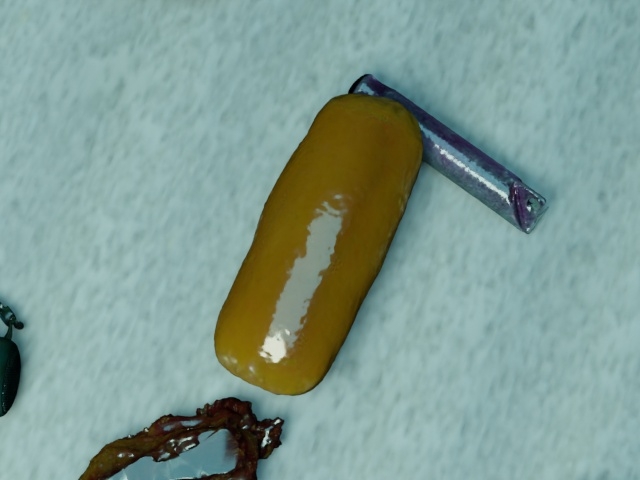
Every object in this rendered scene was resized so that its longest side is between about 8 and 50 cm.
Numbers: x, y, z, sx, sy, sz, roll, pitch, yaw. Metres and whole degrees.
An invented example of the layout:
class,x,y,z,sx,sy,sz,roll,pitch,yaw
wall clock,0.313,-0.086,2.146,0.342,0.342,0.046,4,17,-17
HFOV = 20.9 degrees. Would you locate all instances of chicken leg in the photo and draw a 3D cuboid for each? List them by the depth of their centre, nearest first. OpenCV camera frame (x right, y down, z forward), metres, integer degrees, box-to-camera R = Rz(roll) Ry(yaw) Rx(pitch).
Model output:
class,x,y,z,sx,sy,sz,roll,pitch,yaw
chicken leg,-0.123,0.179,1.241,0.219,0.048,0.089,-25,73,-7

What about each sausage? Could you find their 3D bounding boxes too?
class,x,y,z,sx,sy,sz,roll,pitch,yaw
sausage,0.000,0.000,1.272,0.098,0.098,0.238,23,78,6

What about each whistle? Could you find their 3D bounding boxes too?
class,x,y,z,sx,sy,sz,roll,pitch,yaw
whistle,0.096,-0.068,1.320,0.176,0.033,0.033,37,77,10

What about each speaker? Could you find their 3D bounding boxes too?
class,x,y,z,sx,sy,sz,roll,pitch,yaw
speaker,-0.254,0.080,1.262,0.075,0.060,0.094,8,74,1
